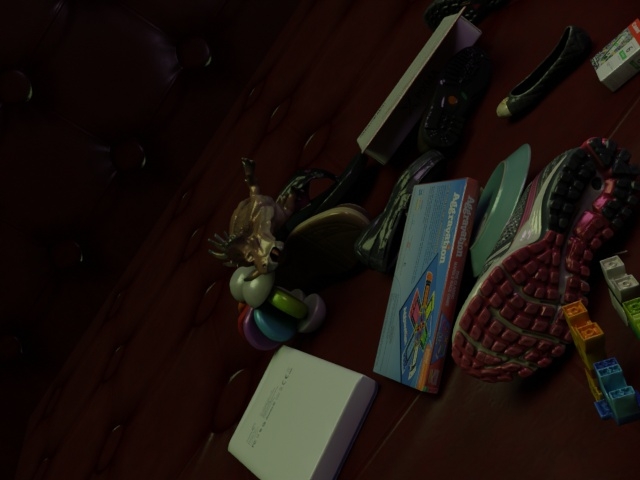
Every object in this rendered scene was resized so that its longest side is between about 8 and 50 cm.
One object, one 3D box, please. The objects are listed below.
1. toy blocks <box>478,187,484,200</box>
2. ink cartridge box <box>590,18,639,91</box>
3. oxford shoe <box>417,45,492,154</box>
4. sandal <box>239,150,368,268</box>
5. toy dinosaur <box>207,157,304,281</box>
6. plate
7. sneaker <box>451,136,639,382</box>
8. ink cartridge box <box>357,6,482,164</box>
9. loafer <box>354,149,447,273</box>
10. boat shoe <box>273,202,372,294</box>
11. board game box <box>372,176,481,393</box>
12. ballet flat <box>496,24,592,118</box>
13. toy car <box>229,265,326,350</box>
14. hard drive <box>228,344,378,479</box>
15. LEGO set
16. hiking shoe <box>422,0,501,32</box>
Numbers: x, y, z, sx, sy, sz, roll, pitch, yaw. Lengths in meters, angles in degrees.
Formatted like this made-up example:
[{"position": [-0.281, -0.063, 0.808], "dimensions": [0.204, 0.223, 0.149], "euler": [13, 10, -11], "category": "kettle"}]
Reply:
[{"position": [0.175, -0.010, 1.089], "dimensions": [0.123, 0.054, 0.148], "euler": [-11, 51, 61], "category": "toy blocks"}, {"position": [0.408, -0.251, 0.941], "dimensions": [0.115, 0.029, 0.063], "euler": [-44, 26, 33], "category": "ink cartridge box"}, {"position": [0.222, -0.242, 1.263], "dimensions": [0.227, 0.083, 0.096], "euler": [-57, 3, -20], "category": "oxford shoe"}, {"position": [-0.069, -0.050, 1.552], "dimensions": [0.446, 0.107, 0.167], "euler": [-41, 13, 37], "category": "sandal"}, {"position": [-0.125, -0.018, 1.335], "dimensions": [0.296, 0.127, 0.200], "euler": [136, 157, -79], "category": "toy dinosaur"}, {"position": [0.226, -0.042, 0.959], "dimensions": [0.188, 0.024, 0.188], "euler": [22, -90, -89], "category": "plate"}, {"position": [0.248, 0.027, 0.824], "dimensions": [0.299, 0.121, 0.112], "euler": [-54, 6, -8], "category": "sneaker"}, {"position": [0.179, -0.273, 1.331], "dimensions": [0.296, 0.066, 0.261], "euler": [-54, 7, 12], "category": "ink cartridge box"}, {"position": [0.145, -0.045, 1.191], "dimensions": [0.078, 0.076, 0.223], "euler": [34, 88, 37], "category": "loafer"}, {"position": [0.000, 0.000, 1.362], "dimensions": [0.342, 0.123, 0.123], "euler": [-46, 15, 56], "category": "boat shoe"}, {"position": [0.143, 0.057, 1.003], "dimensions": [0.145, 0.027, 0.281], "euler": [-179, 103, -69], "category": "board game box"}, {"position": [0.325, -0.249, 1.088], "dimensions": [0.173, 0.049, 0.057], "euler": [-45, 25, 31], "category": "ballet flat"}, {"position": [-0.093, 0.132, 1.332], "dimensions": [0.136, 0.159, 0.182], "euler": [-63, 23, -9], "category": "toy car"}, {"position": [-0.040, 0.288, 1.172], "dimensions": [0.210, 0.040, 0.319], "euler": [-63, 22, -11], "category": "hard drive"}, {"position": [0.283, 0.119, 0.668], "dimensions": [0.087, 0.093, 0.227], "euler": [-19, 27, 9], "category": "LEGO set"}, {"position": [0.300, -0.482, 1.432], "dimensions": [0.227, 0.086, 0.114], "euler": [-17, 32, 51], "category": "hiking shoe"}]
